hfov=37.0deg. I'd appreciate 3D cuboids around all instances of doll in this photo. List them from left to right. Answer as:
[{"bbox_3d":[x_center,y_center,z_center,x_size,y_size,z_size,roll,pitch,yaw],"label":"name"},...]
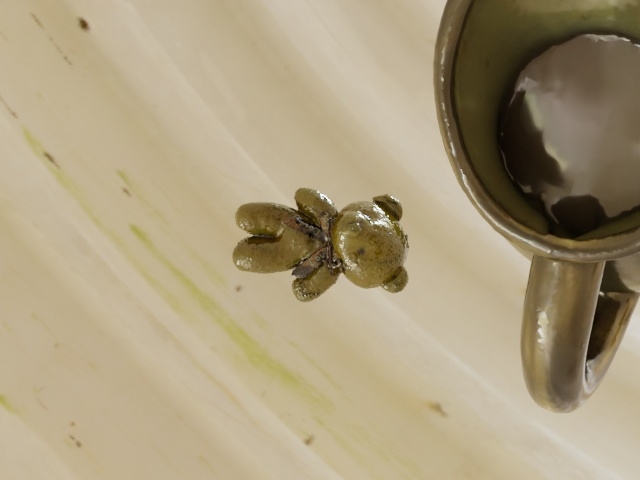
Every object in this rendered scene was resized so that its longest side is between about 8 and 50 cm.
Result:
[{"bbox_3d":[0.000,0.000,1.120,0.097,0.209,0.137,89,-179,-75],"label":"doll"}]

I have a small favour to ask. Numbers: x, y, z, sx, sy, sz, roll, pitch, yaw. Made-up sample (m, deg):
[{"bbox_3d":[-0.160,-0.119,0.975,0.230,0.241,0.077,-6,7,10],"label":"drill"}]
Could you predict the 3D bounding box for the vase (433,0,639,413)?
[{"bbox_3d":[0.201,-0.036,0.683,0.302,0.241,0.329,-5,-75,-64],"label":"vase"}]
